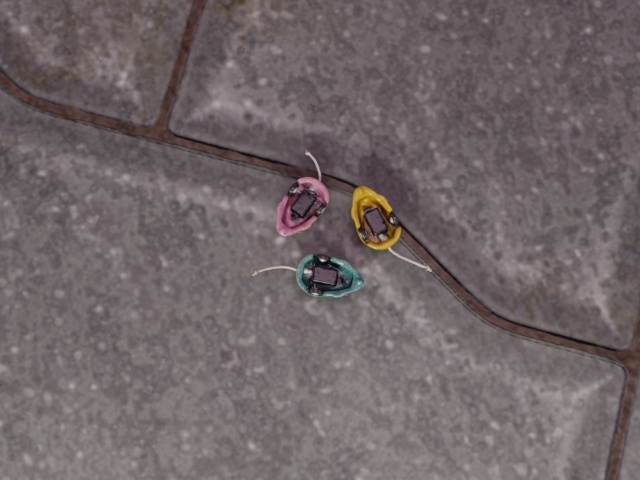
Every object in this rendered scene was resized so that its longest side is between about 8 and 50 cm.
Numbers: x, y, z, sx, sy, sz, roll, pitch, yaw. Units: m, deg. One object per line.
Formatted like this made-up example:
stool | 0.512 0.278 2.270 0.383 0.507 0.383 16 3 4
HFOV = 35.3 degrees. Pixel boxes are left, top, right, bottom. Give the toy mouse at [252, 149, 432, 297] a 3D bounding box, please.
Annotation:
toy mouse | 0.000 0.000 0.940 0.143 0.031 0.161 -31 81 -6
